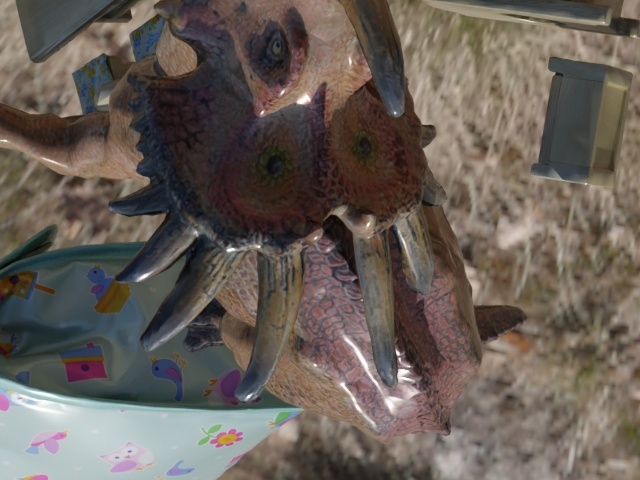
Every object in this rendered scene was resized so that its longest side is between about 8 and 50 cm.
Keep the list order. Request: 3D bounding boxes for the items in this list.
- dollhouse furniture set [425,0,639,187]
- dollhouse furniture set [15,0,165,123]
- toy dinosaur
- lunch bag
[{"bbox_3d":[0.074,-0.124,0.843,0.101,0.161,0.182,11,93,26],"label":"dollhouse furniture set"},{"bbox_3d":[-0.150,-0.193,1.222,0.242,0.161,0.212,-28,73,48],"label":"dollhouse furniture set"},{"bbox_3d":[0.000,0.000,0.606,0.127,0.200,0.295,-48,132,-6],"label":"toy dinosaur"},{"bbox_3d":[-0.174,0.097,1.329,0.262,0.160,0.223,0,155,-28],"label":"lunch bag"}]
